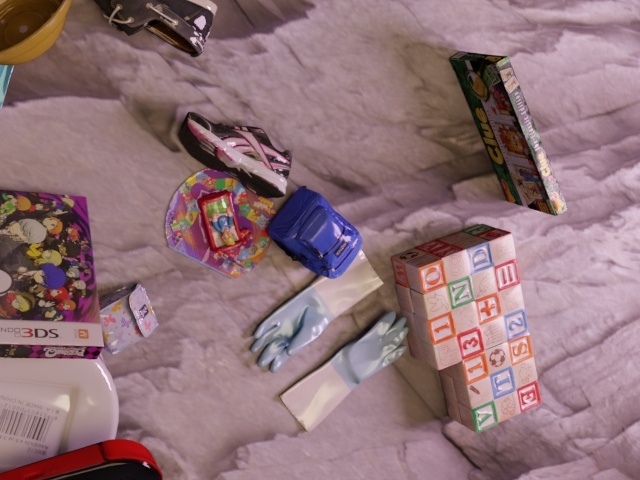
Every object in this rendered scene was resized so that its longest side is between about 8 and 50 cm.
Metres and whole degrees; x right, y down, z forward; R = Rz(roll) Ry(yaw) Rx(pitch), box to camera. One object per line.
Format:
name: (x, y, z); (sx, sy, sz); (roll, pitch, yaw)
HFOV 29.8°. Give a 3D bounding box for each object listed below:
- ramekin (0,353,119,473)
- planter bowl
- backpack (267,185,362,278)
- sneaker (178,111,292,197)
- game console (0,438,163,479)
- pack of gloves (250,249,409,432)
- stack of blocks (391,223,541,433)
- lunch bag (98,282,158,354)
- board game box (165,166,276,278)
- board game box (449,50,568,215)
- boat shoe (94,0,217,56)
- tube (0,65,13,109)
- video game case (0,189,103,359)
ramekin: (-0.397, 0.220, 1.570); (0.277, 0.135, 0.277); (-5, 103, -25)
planter bowl: (-0.380, -0.281, 1.471); (0.217, 0.217, 0.090); (-45, 149, -11)
backpack: (0.000, 0.000, 1.734); (0.098, 0.101, 0.120); (-49, 124, -4)
sneaker: (-0.116, -0.132, 1.680); (0.178, 0.072, 0.077); (35, 62, -26)
game console: (-0.360, 0.429, 1.572); (0.342, 0.060, 0.386); (-17, 133, -16)
pack of gloves: (0.023, 0.154, 1.800); (0.232, 0.046, 0.195); (-39, 113, -9)
stack of blocks: (0.230, 0.143, 1.879); (0.171, 0.087, 0.297); (-20, 109, -21)
lunch bag: (-0.269, 0.105, 1.654); (0.083, 0.053, 0.071); (-28, 113, -28)
board game box: (-0.133, -0.023, 1.702); (0.169, 0.033, 0.133); (29, 88, -28)
board game box: (0.283, -0.162, 1.815); (0.030, 0.136, 0.259); (-31, 112, -13)
boat shoe: (-0.246, -0.307, 1.560); (0.233, 0.084, 0.079); (18, 88, -29)
tube: (-0.482, -0.229, 1.488); (0.207, 0.052, 0.080); (17, 96, -33)
video game case: (-0.388, 0.039, 1.508); (0.210, 0.042, 0.232); (5, 55, -26)
